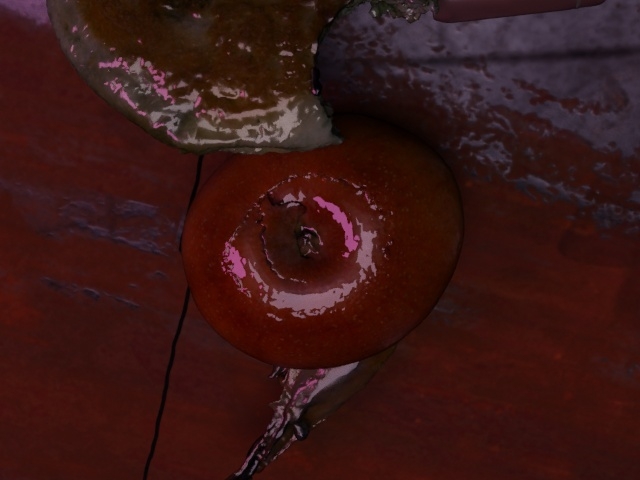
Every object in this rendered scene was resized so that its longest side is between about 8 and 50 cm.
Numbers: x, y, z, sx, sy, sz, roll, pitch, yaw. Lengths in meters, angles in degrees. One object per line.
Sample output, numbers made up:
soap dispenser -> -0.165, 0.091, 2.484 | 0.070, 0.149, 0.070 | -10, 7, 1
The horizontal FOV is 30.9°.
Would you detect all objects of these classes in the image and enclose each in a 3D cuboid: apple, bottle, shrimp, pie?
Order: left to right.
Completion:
pie -> -0.066, -0.205, 0.880 | 0.302, 0.067, 0.303 | 0, 84, 3
shrimp -> -0.023, 0.117, 1.077 | 0.117, 0.066, 0.262 | 45, 97, 8
apple -> 0.000, 0.000, 0.949 | 0.235, 0.173, 0.210 | -45, 83, 10
bottle -> 0.158, -0.206, 0.923 | 0.140, 0.053, 0.053 | -5, 113, 7
